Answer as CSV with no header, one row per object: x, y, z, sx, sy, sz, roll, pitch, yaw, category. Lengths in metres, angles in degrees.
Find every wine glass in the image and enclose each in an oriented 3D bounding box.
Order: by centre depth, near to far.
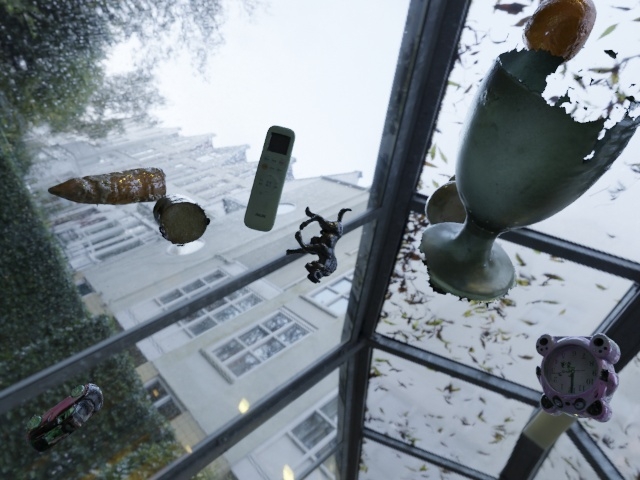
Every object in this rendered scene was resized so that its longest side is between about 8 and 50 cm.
0.263,-0.080,0.596,0.190,0.191,0.356,43,-40,28,wine glass

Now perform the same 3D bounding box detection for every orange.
0.454,-0.405,0.821,0.118,0.135,0.135,17,-47,8,orange

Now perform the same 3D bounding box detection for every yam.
-0.252,-0.043,0.762,0.127,0.084,0.084,31,-43,58,yam

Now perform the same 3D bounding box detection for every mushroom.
0.422,-0.095,1.293,0.207,0.209,0.206,3,-72,10,mushroom

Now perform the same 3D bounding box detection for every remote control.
-0.141,-0.175,1.212,0.038,0.090,0.309,103,2,-83,remote control

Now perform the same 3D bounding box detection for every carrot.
-0.508,-0.128,1.033,0.102,0.263,0.101,10,-75,40,carrot

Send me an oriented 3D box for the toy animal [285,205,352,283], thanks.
0.000,0.000,1.186,0.148,0.232,0.084,26,-17,-8,toy animal

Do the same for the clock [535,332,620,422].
0.770,0.407,1.294,0.090,0.247,0.228,31,-27,-27,clock

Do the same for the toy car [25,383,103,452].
-0.484,0.340,0.820,0.055,0.142,0.069,22,-44,35,toy car
